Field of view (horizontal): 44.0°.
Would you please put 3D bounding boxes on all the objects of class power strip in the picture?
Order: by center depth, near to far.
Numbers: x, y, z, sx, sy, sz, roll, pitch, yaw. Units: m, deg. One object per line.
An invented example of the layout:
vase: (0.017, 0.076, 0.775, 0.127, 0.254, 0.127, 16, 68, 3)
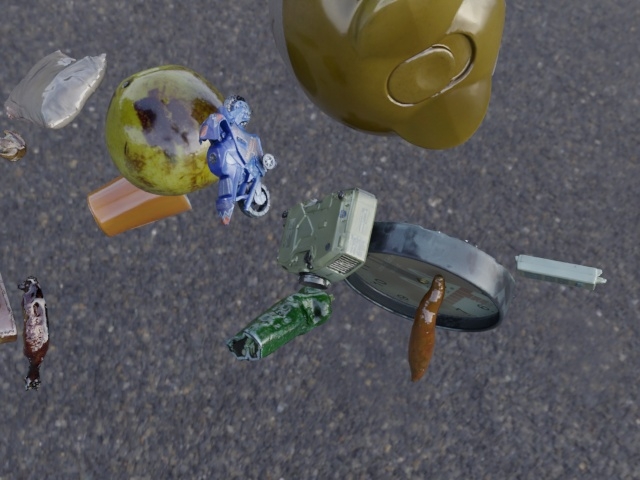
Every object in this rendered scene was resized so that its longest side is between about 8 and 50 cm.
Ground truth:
power strip: (0.220, 0.030, 0.730, 0.083, 0.027, 0.017, 12, 76, 21)

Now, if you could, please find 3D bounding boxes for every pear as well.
pear: (-0.309, -0.230, 1.652, 0.284, 0.283, 0.283, 10, 48, -12)

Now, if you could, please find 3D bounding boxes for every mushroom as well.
mushroom: (-0.693, -0.227, 1.651, 0.187, 0.061, 0.060, 31, 89, 8)

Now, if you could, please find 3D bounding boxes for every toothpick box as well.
toothpick box: (0.126, -0.396, 1.421, 0.409, 0.408, 0.425, -1, 39, -21)

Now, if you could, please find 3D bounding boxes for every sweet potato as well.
sweet potato: (0.216, 0.189, 1.651, 0.058, 0.264, 0.057, 5, 28, -3)

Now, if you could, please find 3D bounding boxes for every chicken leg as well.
chicken leg: (-0.591, 0.198, 1.629, 0.051, 0.253, 0.106, -3, 15, -31)

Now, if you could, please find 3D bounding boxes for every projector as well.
projector: (0.000, 0.000, 1.637, 0.088, 0.270, 0.193, 20, 73, -28)

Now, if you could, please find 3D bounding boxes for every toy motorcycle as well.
toy motorcycle: (-0.138, -0.131, 1.265, 0.114, 0.076, 0.204, -14, 94, -44)

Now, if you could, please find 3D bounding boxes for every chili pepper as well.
chili pepper: (-0.072, 0.179, 1.773, 0.270, 0.136, 0.099, -30, 79, -36)

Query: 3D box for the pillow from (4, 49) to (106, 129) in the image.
pillow: (-0.475, -0.274, 1.419, 0.270, 0.067, 0.173, 18, 65, 50)

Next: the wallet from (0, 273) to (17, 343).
wallet: (-0.419, 0.057, 0.715, 0.255, 0.031, 0.137, -11, 68, -40)

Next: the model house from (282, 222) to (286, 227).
model house: (-0.035, -0.026, 2.312, 0.117, 0.167, 0.088, 14, 59, -24)

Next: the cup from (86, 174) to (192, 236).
cup: (-0.478, -0.112, 2.153, 0.264, 0.226, 0.182, -26, 64, -5)

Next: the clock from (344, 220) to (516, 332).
clock: (0.219, 0.085, 1.691, 0.386, 0.386, 0.076, 22, 69, -1)
